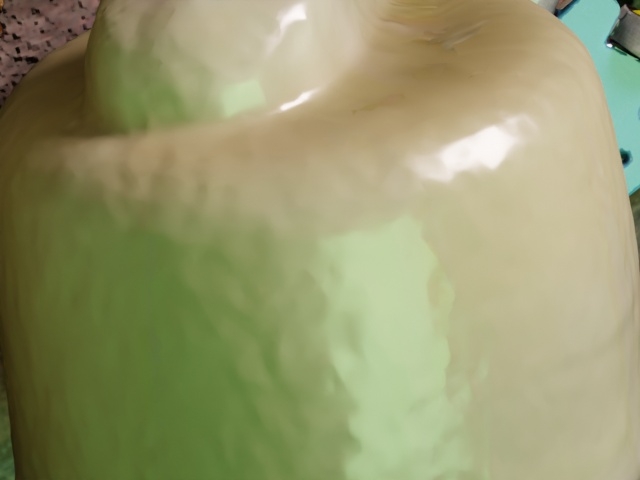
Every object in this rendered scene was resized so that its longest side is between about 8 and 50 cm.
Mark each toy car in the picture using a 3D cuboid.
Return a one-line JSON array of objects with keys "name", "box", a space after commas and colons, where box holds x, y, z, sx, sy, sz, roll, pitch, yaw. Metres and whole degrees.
[{"name": "toy car", "box": [0.113, -0.088, 1.026, 0.161, 0.098, 0.126, 23, 105, -12]}]

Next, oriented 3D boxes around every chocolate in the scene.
[{"name": "chocolate", "box": [0.000, 0.000, 0.871, 0.314, 0.326, 0.297, -5, 105, 1]}]

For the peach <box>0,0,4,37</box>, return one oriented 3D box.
[{"name": "peach", "box": [-0.250, -0.144, 0.748, 0.279, 0.068, 0.189, 30, 94, -41]}]
